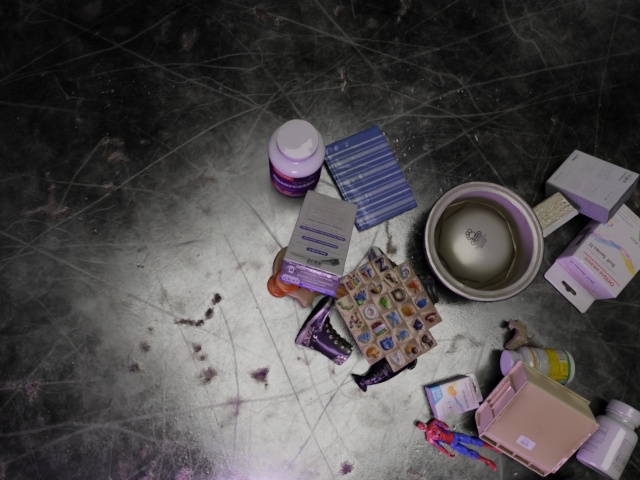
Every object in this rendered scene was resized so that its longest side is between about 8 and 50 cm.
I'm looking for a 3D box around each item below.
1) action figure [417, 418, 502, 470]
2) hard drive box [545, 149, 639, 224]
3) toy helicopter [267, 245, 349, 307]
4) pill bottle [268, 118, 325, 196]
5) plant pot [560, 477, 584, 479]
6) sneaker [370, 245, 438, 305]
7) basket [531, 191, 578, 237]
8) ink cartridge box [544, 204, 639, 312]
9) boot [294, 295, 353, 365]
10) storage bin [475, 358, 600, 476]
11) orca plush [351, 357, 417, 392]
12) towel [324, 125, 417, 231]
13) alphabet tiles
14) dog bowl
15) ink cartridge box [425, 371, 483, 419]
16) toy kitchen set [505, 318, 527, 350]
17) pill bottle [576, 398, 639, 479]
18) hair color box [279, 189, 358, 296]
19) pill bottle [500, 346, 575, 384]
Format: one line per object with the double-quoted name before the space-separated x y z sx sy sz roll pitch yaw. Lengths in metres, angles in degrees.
"action figure" 0.447 0.649 1.582 0.280 0.139 0.092 22 84 3
"hard drive box" 0.946 -0.192 1.743 0.181 0.089 0.232 -45 53 -10
"toy helicopter" 0.011 0.127 1.669 0.355 0.140 0.235 28 69 -10
"pill bottle" -0.079 -0.267 1.615 0.181 0.323 0.182 1 79 -4
"plant pot" 0.792 0.856 1.521 0.290 0.290 0.195 35 44 3
"sneaker" 0.289 0.126 1.688 0.146 0.104 0.296 -31 87 -13
"basket" 0.792 -0.081 1.755 0.167 0.113 0.103 -33 81 -10
"ink cartridge box" 0.985 0.063 1.738 0.207 0.119 0.353 45 79 4
"boot" 0.038 0.292 1.593 0.178 0.236 0.085 32 37 -2
"storage bin" 0.674 0.566 1.571 0.262 0.123 0.260 31 109 0
"orca plush" 0.233 0.381 1.630 0.287 0.102 0.151 -26 82 -8
"towel" 0.171 -0.226 1.779 0.243 0.040 0.336 -24 84 -10
"alphabet tiles" 0.220 0.228 1.597 0.285 0.011 0.343 -29 85 -14
"dog bowl" 0.534 0.012 1.699 0.407 0.150 0.408 1 80 -4
"ink cartridge box" 0.452 0.511 1.643 0.181 0.061 0.104 -15 81 -7
"toy kitchen set" 0.659 0.319 1.711 0.068 0.075 0.083 29 39 -2
"pill bottle" 0.948 0.645 1.621 0.131 0.131 0.229 34 79 2
"hair color box" 0.000 0.000 1.602 0.185 0.110 0.339 17 44 -1
"pill bottle" 0.717 0.415 1.653 0.208 0.117 0.118 5 79 -4
